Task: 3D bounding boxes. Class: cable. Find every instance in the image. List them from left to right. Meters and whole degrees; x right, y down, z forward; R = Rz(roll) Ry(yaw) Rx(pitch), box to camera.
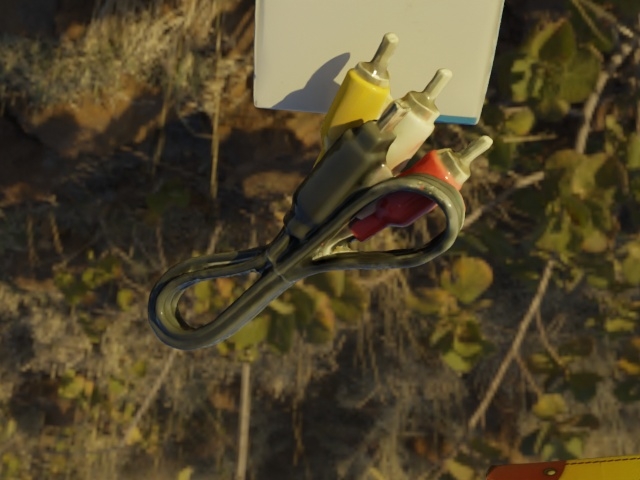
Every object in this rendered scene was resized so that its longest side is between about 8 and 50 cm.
[{"bbox_3d":[0.000,0.000,0.737,0.287,0.139,0.072,-46,165,28],"label":"cable"}]

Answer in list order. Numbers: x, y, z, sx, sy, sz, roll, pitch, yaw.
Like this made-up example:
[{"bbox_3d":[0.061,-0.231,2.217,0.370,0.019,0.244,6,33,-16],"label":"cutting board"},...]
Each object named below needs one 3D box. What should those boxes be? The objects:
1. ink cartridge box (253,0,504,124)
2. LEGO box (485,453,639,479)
[{"bbox_3d":[0.042,-0.221,0.806,0.171,0.233,0.168,4,125,-1],"label":"ink cartridge box"},{"bbox_3d":[0.361,0.318,0.606,0.500,0.193,0.372,-9,107,17],"label":"LEGO box"}]
